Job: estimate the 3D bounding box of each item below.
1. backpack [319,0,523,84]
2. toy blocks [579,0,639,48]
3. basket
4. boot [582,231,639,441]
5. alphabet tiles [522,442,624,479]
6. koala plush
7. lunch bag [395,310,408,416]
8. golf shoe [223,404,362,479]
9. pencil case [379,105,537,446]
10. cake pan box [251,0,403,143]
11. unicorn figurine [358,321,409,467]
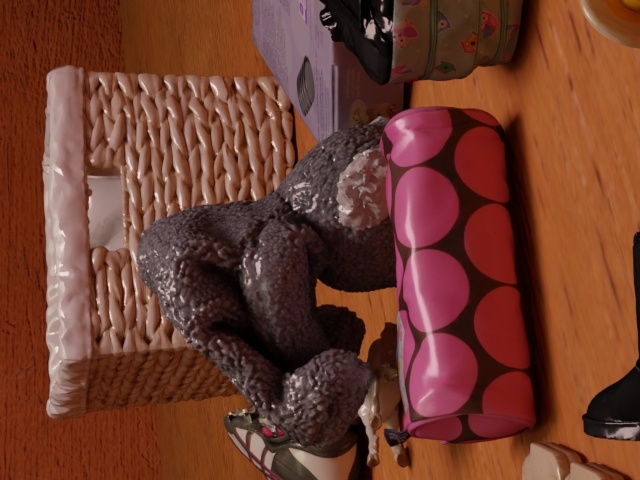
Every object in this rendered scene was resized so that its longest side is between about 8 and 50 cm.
[{"bbox_3d":[0.060,-0.178,1.111,0.182,0.115,0.152,-110,10,-56],"label":"backpack"},{"bbox_3d":[0.156,-0.179,0.780,0.148,0.054,0.123,107,158,-58],"label":"toy blocks"},{"bbox_3d":[-0.177,0.010,1.923,0.331,0.266,0.328,124,143,-70],"label":"basket"},{"bbox_3d":[0.160,0.045,0.812,0.121,0.045,0.099,167,99,-71],"label":"boot"},{"bbox_3d":[0.145,0.263,0.969,0.278,0.021,0.284,-173,82,-78],"label":"alphabet tiles"},{"bbox_3d":[0.000,0.000,1.271,0.221,0.203,0.196,-47,6,7],"label":"koala plush"},{"bbox_3d":[0.080,0.084,1.195,0.071,0.053,0.083,-101,5,-48],"label":"lunch bag"},{"bbox_3d":[-0.027,0.208,1.623,0.273,0.105,0.120,153,108,-78],"label":"golf shoe"},{"bbox_3d":[0.083,0.024,1.091,0.098,0.095,0.209,71,-164,-74],"label":"pencil case"},{"bbox_3d":[0.000,-0.230,1.396,0.246,0.070,0.267,-124,28,-54],"label":"cake pan box"},{"bbox_3d":[0.044,0.126,1.390,0.111,0.060,0.162,-101,31,-41],"label":"unicorn figurine"}]
